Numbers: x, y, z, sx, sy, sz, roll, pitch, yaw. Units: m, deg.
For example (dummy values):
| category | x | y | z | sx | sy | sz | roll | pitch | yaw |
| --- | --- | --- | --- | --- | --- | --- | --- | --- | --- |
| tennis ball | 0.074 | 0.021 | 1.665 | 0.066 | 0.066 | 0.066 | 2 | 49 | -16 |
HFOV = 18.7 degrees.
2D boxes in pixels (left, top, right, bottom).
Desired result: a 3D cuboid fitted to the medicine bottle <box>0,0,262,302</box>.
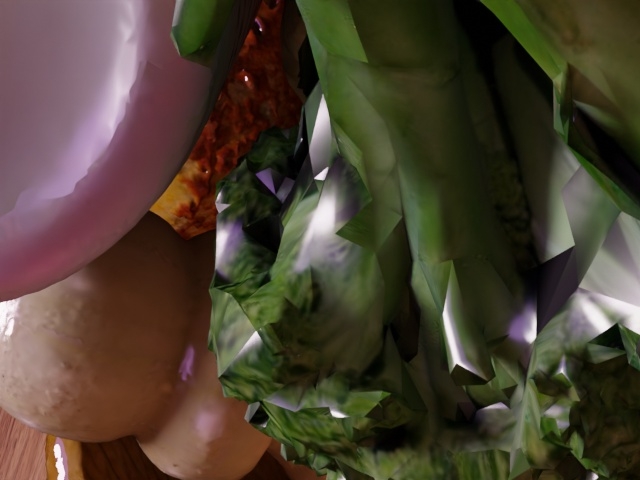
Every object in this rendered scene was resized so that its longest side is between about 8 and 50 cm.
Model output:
| category | x | y | z | sx | sy | sz | roll | pitch | yaw |
| --- | --- | --- | --- | --- | --- | --- | --- | --- | --- |
| medicine bottle | -0.130 | -0.125 | 0.801 | 0.388 | 0.219 | 0.219 | -80 | 12 | -74 |

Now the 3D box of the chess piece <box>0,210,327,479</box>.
| category | x | y | z | sx | sy | sz | roll | pitch | yaw |
| --- | --- | --- | --- | --- | --- | --- | --- | --- | --- |
| chess piece | -0.023 | 0.054 | 0.844 | 0.143 | 0.261 | 0.143 | -163 | 90 | -75 |

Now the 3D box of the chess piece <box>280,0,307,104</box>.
| category | x | y | z | sx | sy | sz | roll | pitch | yaw |
| --- | --- | --- | --- | --- | --- | --- | --- | --- | --- |
| chess piece | 0.081 | -0.263 | 0.939 | 0.234 | 0.234 | 0.442 | 137 | 142 | -57 |

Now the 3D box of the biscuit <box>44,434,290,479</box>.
| category | x | y | z | sx | sy | sz | roll | pitch | yaw |
| --- | --- | --- | --- | --- | --- | --- | --- | --- | --- |
| biscuit | -0.065 | 0.148 | 0.949 | 0.037 | 0.262 | 0.262 | -19 | 43 | 18 |

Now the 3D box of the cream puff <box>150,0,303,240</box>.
| category | x | y | z | sx | sy | sz | roll | pitch | yaw |
| --- | --- | --- | --- | --- | --- | --- | --- | --- | --- |
| cream puff | -0.066 | -0.082 | 1.275 | 0.240 | 0.164 | 0.240 | -55 | 13 | 20 |

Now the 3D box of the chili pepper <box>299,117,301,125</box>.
| category | x | y | z | sx | sy | sz | roll | pitch | yaw |
| --- | --- | --- | --- | --- | --- | --- | --- | --- | --- |
| chili pepper | 0.000 | 0.000 | 1.176 | 0.088 | 0.059 | 0.227 | 50 | 131 | 40 |

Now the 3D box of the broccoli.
| category | x | y | z | sx | sy | sz | roll | pitch | yaw |
| --- | --- | --- | --- | --- | --- | --- | --- | --- | --- |
| broccoli | 0.104 | -0.095 | 0.559 | 0.413 | 0.321 | 0.310 | -69 | -11 | 14 |
